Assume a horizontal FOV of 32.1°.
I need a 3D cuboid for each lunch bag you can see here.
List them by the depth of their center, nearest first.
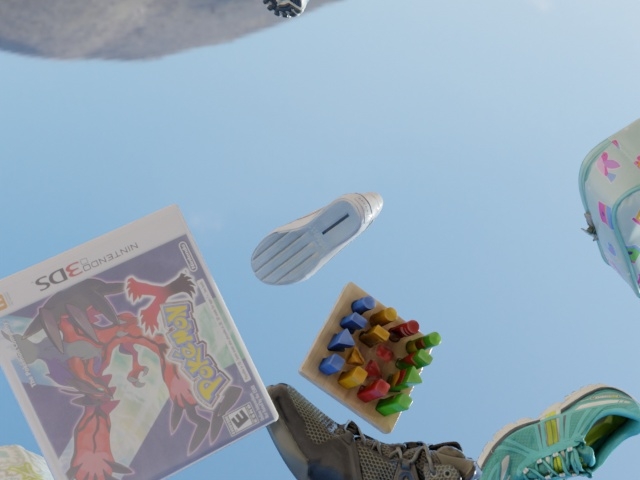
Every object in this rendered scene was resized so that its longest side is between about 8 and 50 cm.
[{"bbox_3d":[0.444,-0.064,1.324,0.279,0.224,0.108,-32,-135,0],"label":"lunch bag"}]

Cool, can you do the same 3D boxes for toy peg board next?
[{"bbox_3d":[0.082,0.157,1.558,0.079,0.161,0.161,-33,-157,58],"label":"toy peg board"}]

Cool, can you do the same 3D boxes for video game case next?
[{"bbox_3d":[-0.156,0.096,0.901,0.184,0.201,0.023,-26,-179,-19],"label":"video game case"}]

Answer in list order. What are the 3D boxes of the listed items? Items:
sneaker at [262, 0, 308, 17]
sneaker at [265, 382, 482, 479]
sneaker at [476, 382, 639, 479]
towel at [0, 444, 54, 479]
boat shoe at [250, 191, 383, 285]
[{"bbox_3d":[-0.047,-0.325,1.197,0.063,0.162,0.073,2,-146,29],"label":"sneaker"},{"bbox_3d":[0.053,0.191,0.972,0.130,0.227,0.087,-44,175,10],"label":"sneaker"},{"bbox_3d":[0.330,0.293,1.554,0.275,0.107,0.110,-33,-160,-9],"label":"sneaker"},{"bbox_3d":[-0.295,0.458,1.580,0.090,0.374,0.320,-53,-151,-4],"label":"towel"},{"bbox_3d":[0.000,0.000,1.549,0.226,0.083,0.076,-26,177,39],"label":"boat shoe"}]
